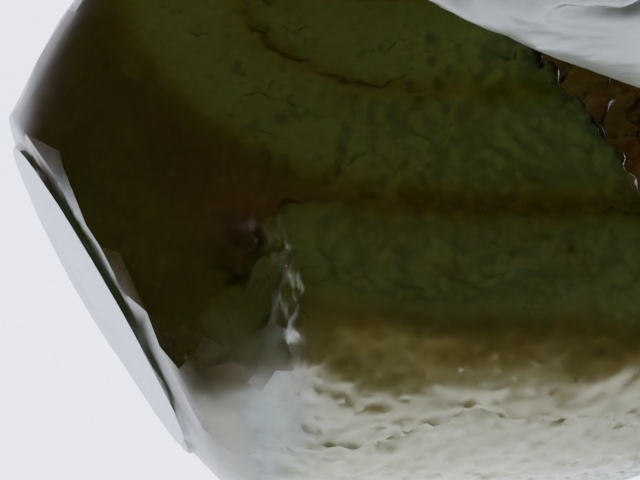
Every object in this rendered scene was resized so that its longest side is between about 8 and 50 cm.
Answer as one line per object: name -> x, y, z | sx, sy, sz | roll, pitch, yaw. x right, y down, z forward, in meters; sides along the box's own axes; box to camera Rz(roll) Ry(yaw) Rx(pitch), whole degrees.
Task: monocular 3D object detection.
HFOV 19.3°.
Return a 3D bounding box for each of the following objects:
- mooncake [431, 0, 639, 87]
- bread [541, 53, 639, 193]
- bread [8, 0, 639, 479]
mooncake -> 0.137, -0.177, 0.664 | 0.136, 0.254, 0.250 | 17, -173, 34
bread -> 0.313, -0.141, 1.819 | 0.398, 0.215, 0.398 | -14, -140, 12
bread -> 0.000, 0.006, 1.029 | 0.264, 0.239, 0.395 | -21, -132, -22
